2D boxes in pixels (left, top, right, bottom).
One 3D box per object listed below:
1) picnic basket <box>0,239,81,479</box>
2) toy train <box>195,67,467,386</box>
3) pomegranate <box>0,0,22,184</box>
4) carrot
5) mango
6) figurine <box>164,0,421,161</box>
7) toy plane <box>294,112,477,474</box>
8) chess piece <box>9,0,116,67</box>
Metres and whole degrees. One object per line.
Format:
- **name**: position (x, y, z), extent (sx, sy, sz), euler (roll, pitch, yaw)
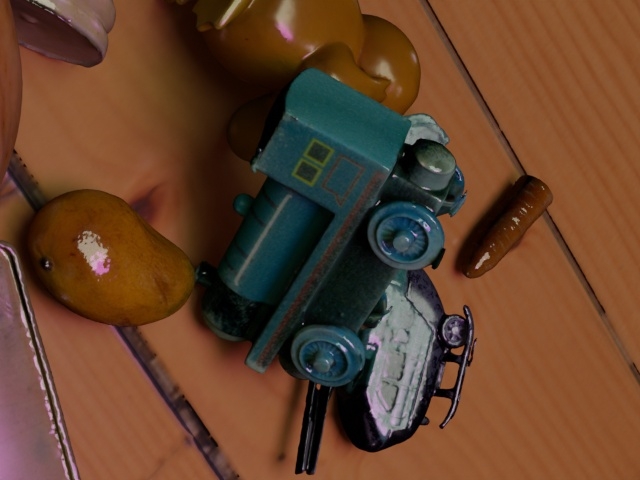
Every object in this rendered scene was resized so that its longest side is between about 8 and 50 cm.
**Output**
- **picnic basket**: position (-0.318, 0.131, 1.487), extent (0.165, 0.139, 0.267), euler (-20, 100, -36)
- **toy train**: position (0.000, 0.000, 1.654), extent (0.194, 0.298, 0.120), euler (29, 36, -3)
- **pomegranate**: position (-0.408, -0.102, 1.282), extent (0.411, 0.411, 0.411), euler (2, 87, -37)
- **carrot**: position (0.190, -0.011, 1.943), extent (0.139, 0.048, 0.048), euler (-47, 115, -26)
- **mango**: position (-0.188, 0.022, 1.628), extent (0.165, 0.089, 0.115), euler (43, 54, -31)
- **figurine**: position (-0.019, -0.186, 1.706), extent (0.215, 0.215, 0.228), euler (-43, 126, -31)
- **toy plane**: position (0.071, 0.059, 1.818), extent (0.155, 0.106, 0.382), euler (18, 82, -23)
- **chess piece**: position (-0.205, -0.323, 1.607), extent (0.138, 0.124, 0.307), euler (20, 75, -8)
